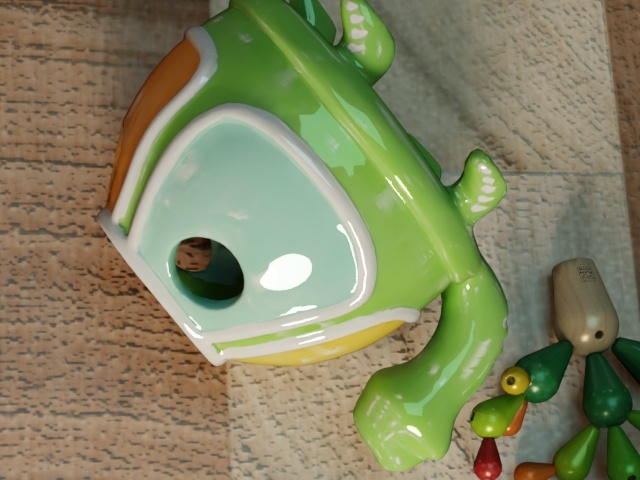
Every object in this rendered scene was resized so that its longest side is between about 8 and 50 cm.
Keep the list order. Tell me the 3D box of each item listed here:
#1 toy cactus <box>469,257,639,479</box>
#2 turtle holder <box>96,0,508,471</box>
[{"bbox_3d":[0.209,0.098,1.216,0.219,0.112,0.180,-8,67,-6],"label":"toy cactus"},{"bbox_3d":[-0.011,-0.012,1.143,0.227,0.243,0.320,-39,126,-5],"label":"turtle holder"}]
